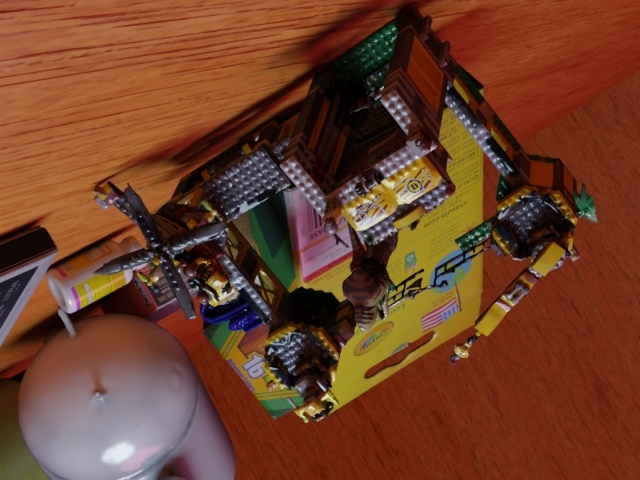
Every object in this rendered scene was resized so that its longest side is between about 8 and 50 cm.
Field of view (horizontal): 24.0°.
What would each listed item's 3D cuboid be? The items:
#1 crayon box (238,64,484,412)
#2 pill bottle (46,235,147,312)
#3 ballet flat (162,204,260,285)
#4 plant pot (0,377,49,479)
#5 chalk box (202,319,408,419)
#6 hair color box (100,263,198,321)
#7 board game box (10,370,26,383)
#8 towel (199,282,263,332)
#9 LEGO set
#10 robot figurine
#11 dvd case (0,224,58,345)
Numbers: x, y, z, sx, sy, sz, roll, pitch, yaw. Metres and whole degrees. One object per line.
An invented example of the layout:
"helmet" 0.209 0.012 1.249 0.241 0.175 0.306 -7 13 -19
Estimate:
"crayon box" 0.045 0.000 1.344 0.202 0.081 0.319 -29 141 -20
"pill bottle" -0.195 0.027 1.321 0.083 0.043 0.043 -28 176 -22
"ballet flat" -0.027 -0.014 1.459 0.116 0.124 0.342 -31 176 26
"plant pot" -0.426 0.305 1.835 0.276 0.276 0.254 -33 -173 39
"chalk box" 0.008 0.073 2.049 0.289 0.180 0.179 -31 -156 16
"hair color box" -0.183 0.056 1.721 0.093 0.053 0.167 -28 177 -28
"board game box" -0.356 0.229 2.036 0.259 0.136 0.030 -28 175 -21
"towel" 0.000 0.000 1.784 0.227 0.076 0.308 -31 -172 23
"LEGO set" 0.021 0.004 1.078 0.331 0.255 0.192 -23 -158 20
"robot figurine" -0.214 0.217 1.686 0.199 0.300 0.353 -37 143 -14
"dvd case" -0.312 0.082 1.061 0.238 0.030 0.179 -25 165 -39
